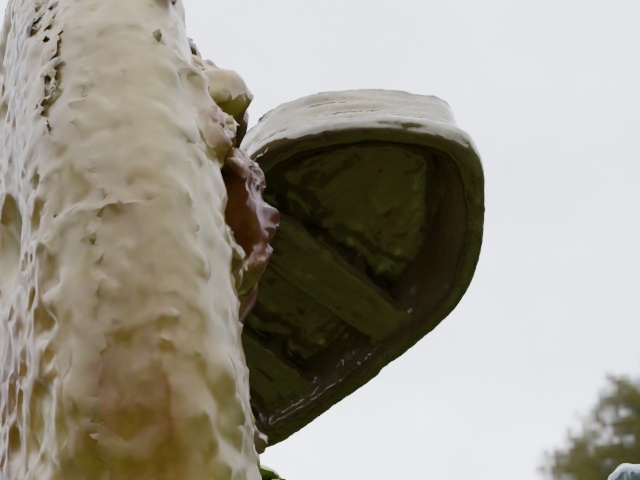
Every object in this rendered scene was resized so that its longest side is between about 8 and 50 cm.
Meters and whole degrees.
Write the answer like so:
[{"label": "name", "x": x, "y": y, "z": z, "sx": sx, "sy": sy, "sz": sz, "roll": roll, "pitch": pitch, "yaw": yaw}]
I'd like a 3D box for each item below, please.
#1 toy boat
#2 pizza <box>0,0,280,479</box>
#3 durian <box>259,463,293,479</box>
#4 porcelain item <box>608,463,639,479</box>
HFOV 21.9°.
[{"label": "toy boat", "x": 0.000, "y": 0.000, "z": 0.741, "sx": 0.116, "sy": 0.061, "sz": 0.188, "roll": 40, "pitch": -61, "yaw": -17}, {"label": "pizza", "x": -0.078, "y": 0.042, "z": 0.602, "sx": 0.114, "sy": 0.409, "sz": 0.278, "roll": 2, "pitch": -54, "yaw": -12}, {"label": "durian", "x": -0.176, "y": 0.159, "z": 1.116, "sx": 0.351, "sy": 0.158, "sz": 0.169, "roll": 9, "pitch": 19, "yaw": 11}, {"label": "porcelain item", "x": 0.142, "y": 0.142, "z": 0.826, "sx": 0.083, "sy": 0.036, "sz": 0.028, "roll": -44, "pitch": -19, "yaw": 13}]
